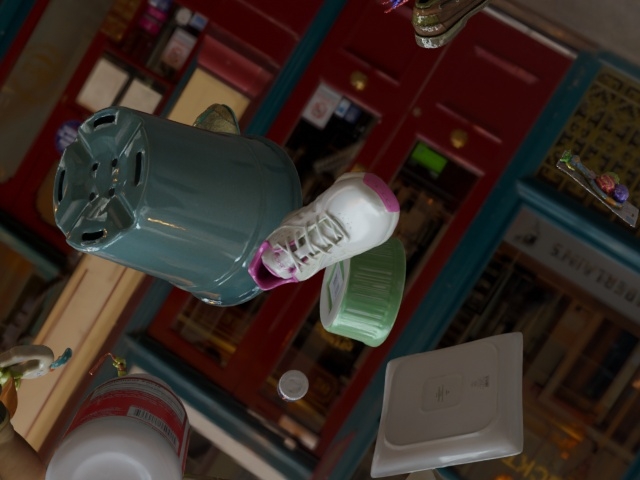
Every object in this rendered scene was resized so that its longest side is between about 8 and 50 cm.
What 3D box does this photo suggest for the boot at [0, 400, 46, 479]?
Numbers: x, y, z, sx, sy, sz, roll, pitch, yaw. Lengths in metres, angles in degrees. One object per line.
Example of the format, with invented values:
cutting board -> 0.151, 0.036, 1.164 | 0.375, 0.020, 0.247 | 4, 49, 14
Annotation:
boot -> -0.603, 0.408, 1.517 | 0.089, 0.236, 0.269 | 47, 153, 29

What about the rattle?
rattle -> -0.562, 0.283, 1.766 | 0.143, 0.130, 0.199 | 49, -178, 25

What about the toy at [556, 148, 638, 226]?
toy -> 0.694, -0.144, 2.163 | 0.237, 0.056, 0.137 | 37, -149, 7

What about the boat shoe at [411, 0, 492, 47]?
boat shoe -> 0.288, -0.527, 1.834 | 0.110, 0.307, 0.104 | 10, 139, 31

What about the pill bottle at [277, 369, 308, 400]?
pill bottle -> -0.065, 0.334, 2.015 | 0.067, 0.067, 0.120 | 31, 165, 2

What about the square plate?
square plate -> 0.279, 0.350, 1.964 | 0.049, 0.344, 0.347 | 57, -151, -31

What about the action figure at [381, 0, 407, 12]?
action figure -> 0.190, -0.597, 2.187 | 0.030, 0.038, 0.115 | -16, 180, -29

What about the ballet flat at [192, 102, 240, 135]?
ballet flat -> -0.222, -0.163, 2.118 | 0.123, 0.123, 0.349 | 37, 153, 46

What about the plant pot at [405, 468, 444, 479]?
plant pot -> 0.251, 0.599, 2.079 | 0.109, 0.096, 0.109 | 52, -176, -15

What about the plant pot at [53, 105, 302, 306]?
plant pot -> -0.269, -0.072, 1.586 | 0.341, 0.341, 0.334 | 36, -168, 39

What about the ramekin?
ramekin -> 0.106, 0.124, 2.380 | 0.148, 0.303, 0.303 | 12, -170, -13

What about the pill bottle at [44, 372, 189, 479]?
pill bottle -> -0.363, 0.388, 1.659 | 0.229, 0.229, 0.408 | 30, -176, -8

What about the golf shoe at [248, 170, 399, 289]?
golf shoe -> 0.000, 0.000, 1.256 | 0.115, 0.140, 0.306 | 51, 148, -3

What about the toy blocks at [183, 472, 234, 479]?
toy blocks -> -0.199, 0.695, 2.039 | 0.381, 0.261, 0.191 | 3, 171, 21

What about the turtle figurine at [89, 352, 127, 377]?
turtle figurine -> -0.501, 0.431, 2.274 | 0.217, 0.270, 0.087 | 2, 163, 25
